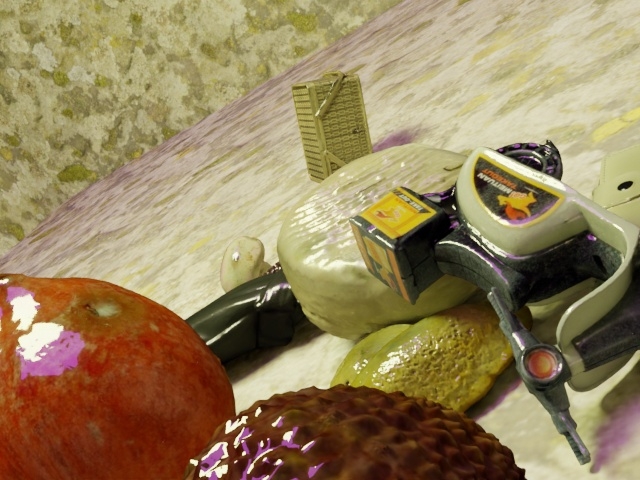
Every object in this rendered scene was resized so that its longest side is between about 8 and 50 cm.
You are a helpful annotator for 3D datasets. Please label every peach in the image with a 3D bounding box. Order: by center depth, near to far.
[{"bbox_3d":[-0.196,0.135,0.687,0.232,0.256,0.232,-27,21,11],"label":"peach"}]

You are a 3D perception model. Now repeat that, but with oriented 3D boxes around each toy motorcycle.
[{"bbox_3d":[0.152,0.023,0.558,0.157,0.091,0.263,-35,40,-13],"label":"toy motorcycle"}]

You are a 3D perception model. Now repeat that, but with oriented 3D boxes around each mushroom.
[{"bbox_3d":[-0.095,0.037,1.074,0.083,0.067,0.083,-159,90,-84],"label":"mushroom"}]

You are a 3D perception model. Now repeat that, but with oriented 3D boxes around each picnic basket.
[{"bbox_3d":[0.018,-0.165,1.226,0.079,0.164,0.115,-14,12,-11],"label":"picnic basket"}]

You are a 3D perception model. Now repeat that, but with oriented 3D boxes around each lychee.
[{"bbox_3d":[0.015,0.159,0.388,0.194,0.194,0.194,-31,18,11],"label":"lychee"}]

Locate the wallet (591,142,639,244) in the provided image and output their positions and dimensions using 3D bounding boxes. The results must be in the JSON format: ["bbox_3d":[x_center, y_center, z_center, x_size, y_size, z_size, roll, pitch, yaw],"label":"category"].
[{"bbox_3d":[0.270,-0.034,0.654,0.110,0.039,0.155,-20,23,31],"label":"wallet"}]

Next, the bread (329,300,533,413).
[{"bbox_3d":[0.072,0.090,0.649,0.188,0.065,0.149,-36,13,0],"label":"bread"}]

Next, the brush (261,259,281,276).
[{"bbox_3d":[0.000,0.000,1.048,0.248,0.036,0.043,-43,24,-26],"label":"brush"}]

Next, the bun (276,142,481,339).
[{"bbox_3d":[0.068,0.006,0.779,0.210,0.116,0.237,-33,29,-8],"label":"bun"}]

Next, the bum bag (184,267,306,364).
[{"bbox_3d":[-0.102,0.103,0.904,0.326,0.079,0.142,-34,10,13],"label":"bum bag"}]
